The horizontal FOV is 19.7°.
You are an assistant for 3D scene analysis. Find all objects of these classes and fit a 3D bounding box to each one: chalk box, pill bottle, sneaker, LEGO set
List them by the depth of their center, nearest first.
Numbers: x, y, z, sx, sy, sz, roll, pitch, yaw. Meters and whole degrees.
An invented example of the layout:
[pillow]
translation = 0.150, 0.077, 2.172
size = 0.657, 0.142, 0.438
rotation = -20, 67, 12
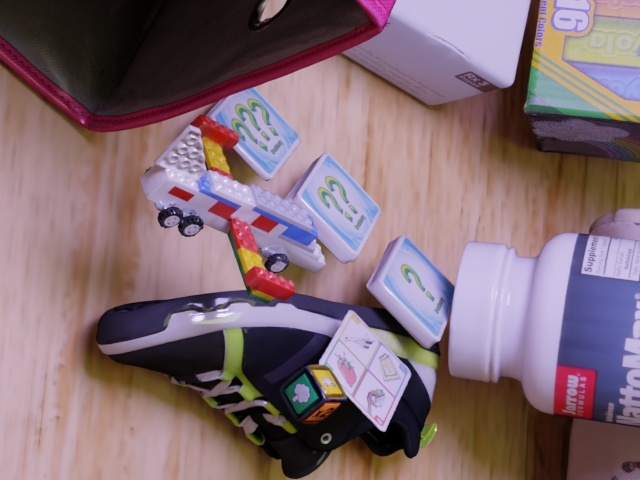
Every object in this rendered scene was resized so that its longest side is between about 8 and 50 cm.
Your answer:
[LEGO set]
translation = 0.000, 0.000, 0.965
size = 0.182, 0.060, 0.244
rotation = 46, 24, -5
[sneaker]
translation = -0.016, 0.082, 1.017
size = 0.234, 0.084, 0.097
rotation = 9, 79, -38
[pill bottle]
translation = 0.169, 0.052, 1.062
size = 0.108, 0.180, 0.108
rotation = 7, 90, -79
[chalk box]
translation = 0.244, -0.118, 1.152
size = 0.132, 0.213, 0.132
rotation = 41, 57, -77

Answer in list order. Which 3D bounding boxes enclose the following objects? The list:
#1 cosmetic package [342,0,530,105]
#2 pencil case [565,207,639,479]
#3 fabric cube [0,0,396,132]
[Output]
[cosmetic package]
translation = 0.076, -0.213, 1.142
size = 0.117, 0.085, 0.231
rotation = 28, 68, -33
[pencil case]
translation = 0.241, 0.191, 1.162
size = 0.183, 0.160, 0.410
rotation = 15, 73, -30
[fabric cube]
translation = -0.081, -0.246, 0.908
size = 0.259, 0.254, 0.258
rotation = 42, 58, -26
